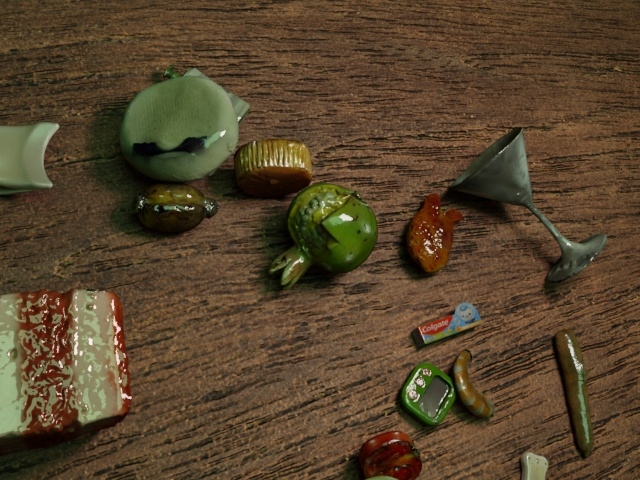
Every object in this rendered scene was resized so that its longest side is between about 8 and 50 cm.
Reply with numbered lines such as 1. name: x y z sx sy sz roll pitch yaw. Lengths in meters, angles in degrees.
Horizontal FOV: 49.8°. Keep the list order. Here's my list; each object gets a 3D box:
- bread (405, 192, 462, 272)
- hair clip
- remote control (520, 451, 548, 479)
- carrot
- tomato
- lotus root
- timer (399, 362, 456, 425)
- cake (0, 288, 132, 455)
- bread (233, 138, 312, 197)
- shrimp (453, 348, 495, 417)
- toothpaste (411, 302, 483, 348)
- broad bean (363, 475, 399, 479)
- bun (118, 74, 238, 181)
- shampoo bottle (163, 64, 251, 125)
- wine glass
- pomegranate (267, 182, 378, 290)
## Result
1. bread: 0.314 -0.027 1.887 0.139 0.095 0.269 38 55 -11
2. hair clip: -0.744 -0.190 1.538 0.282 0.113 0.172 7 65 -25
3. remote control: 0.534 0.598 1.730 0.074 0.032 0.122 22 61 -11
4. carrot: 0.696 0.408 1.863 0.070 0.070 0.342 3 68 -20
5. tomato: 0.154 0.488 1.581 0.139 0.159 0.091 -30 34 3
6. lotus root: -0.346 -0.078 1.637 0.209 0.120 0.120 1 67 -23
7. timer: 0.266 0.383 1.712 0.128 0.047 0.140 38 59 0
8. cake: -0.539 0.257 1.316 0.319 0.270 0.269 -3 69 -23
9. bread: -0.118 -0.176 1.729 0.199 0.199 0.104 0 69 -22
10. shrimp: 0.392 0.366 1.769 0.161 0.049 0.166 42 35 -22
11. toothpaste: 0.328 0.220 1.811 0.193 0.044 0.070 -14 72 -27
12. broad bean: 0.114 0.609 1.515 0.228 0.100 0.169 -16 96 -19
13. bun: -0.332 -0.250 1.683 0.293 0.187 0.293 -3 61 5
14. shampoo bottle: -0.307 -0.373 1.797 0.234 0.087 0.118 34 59 -4
15. wine glass: 0.600 -0.095 1.948 0.406 0.267 0.267 46 59 -2
16. pomegranate: 0.000 0.000 1.699 0.236 0.236 0.302 43 90 0
